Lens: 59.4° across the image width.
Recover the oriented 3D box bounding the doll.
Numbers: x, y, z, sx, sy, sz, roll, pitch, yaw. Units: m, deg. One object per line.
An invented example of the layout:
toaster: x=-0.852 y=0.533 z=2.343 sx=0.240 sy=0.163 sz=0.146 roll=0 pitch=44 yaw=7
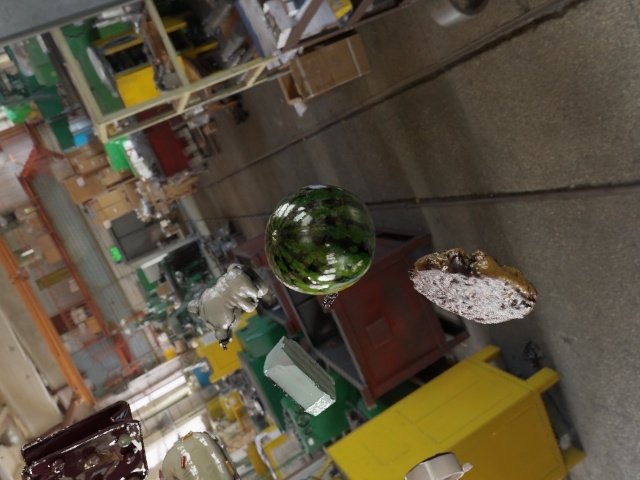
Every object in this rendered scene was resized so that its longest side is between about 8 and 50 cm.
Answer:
doll: x=-0.222 y=0.146 z=1.353 sx=0.149 sy=0.192 sz=0.095 roll=36 pitch=176 yaw=16

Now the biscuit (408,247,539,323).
biscuit: x=0.377 y=0.108 z=1.403 sx=0.289 sy=0.081 sz=0.334 roll=34 pitch=156 yaw=-14

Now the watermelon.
watermelon: x=0.000 y=0.000 z=1.422 sx=0.285 sy=0.285 sz=0.285 roll=54 pitch=161 yaw=28

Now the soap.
soap: x=-0.061 y=0.379 z=1.580 sx=0.230 sy=0.091 sz=0.145 roll=46 pitch=-169 yaw=-13

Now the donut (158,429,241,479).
donut: x=-0.348 y=0.738 z=1.599 sx=0.382 sy=0.142 sz=0.383 roll=11 pitch=104 yaw=53

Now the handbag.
handbag: x=-0.437 y=0.426 z=1.055 sx=0.074 sy=0.216 sz=0.203 roll=33 pitch=131 yaw=38

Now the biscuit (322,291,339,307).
biscuit: x=0.040 y=0.198 z=1.991 sx=0.027 sy=0.087 sz=0.089 roll=34 pitch=150 yaw=-7

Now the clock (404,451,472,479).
clock: x=0.304 y=0.628 z=1.510 sx=0.156 sy=0.229 sz=0.063 roll=103 pitch=151 yaw=-50
